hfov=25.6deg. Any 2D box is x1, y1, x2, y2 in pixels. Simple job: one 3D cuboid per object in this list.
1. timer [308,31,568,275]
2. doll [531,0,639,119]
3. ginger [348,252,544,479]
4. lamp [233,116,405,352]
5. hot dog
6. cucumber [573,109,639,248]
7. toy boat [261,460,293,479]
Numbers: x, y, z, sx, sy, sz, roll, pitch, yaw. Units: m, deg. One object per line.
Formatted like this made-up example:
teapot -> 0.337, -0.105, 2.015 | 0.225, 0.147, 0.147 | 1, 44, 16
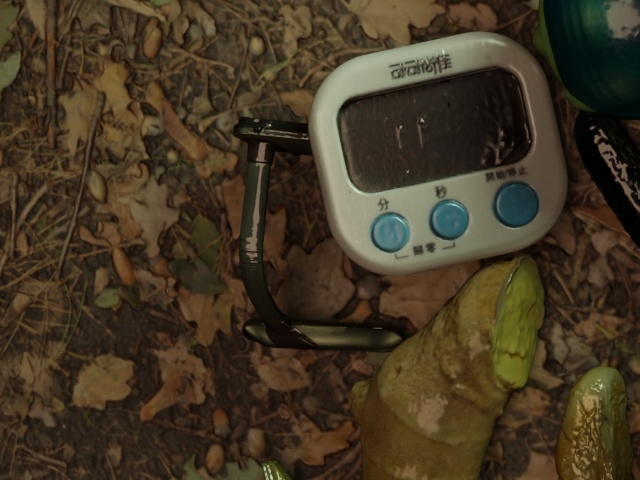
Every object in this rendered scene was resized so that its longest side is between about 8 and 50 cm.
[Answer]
timer -> 0.125, -0.091, 1.500 | 0.262, 0.087, 0.237 | -12, 90, 0
doll -> 0.299, -0.256, 1.373 | 0.186, 0.198, 0.322 | -10, 95, 52
ginger -> 0.141, 0.167, 1.543 | 0.190, 0.126, 0.354 | 40, 108, 27
lamp -> -0.002, 0.003, 1.593 | 0.203, 0.124, 0.283 | 5, 100, 15
hot dog -> 0.293, 0.255, 1.499 | 0.073, 0.084, 0.243 | -6, 94, 25
cucumber -> 0.336, -0.038, 1.461 | 0.067, 0.067, 0.245 | -42, 76, 23
toy boat -> -0.053, 0.350, 1.682 | 0.066, 0.065, 0.172 | -4, 89, 12
